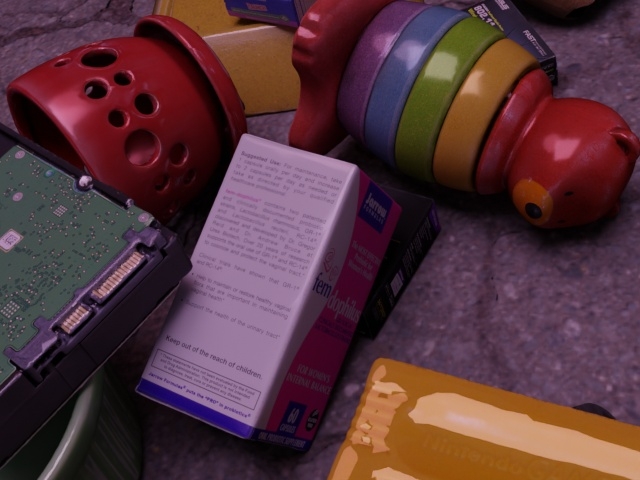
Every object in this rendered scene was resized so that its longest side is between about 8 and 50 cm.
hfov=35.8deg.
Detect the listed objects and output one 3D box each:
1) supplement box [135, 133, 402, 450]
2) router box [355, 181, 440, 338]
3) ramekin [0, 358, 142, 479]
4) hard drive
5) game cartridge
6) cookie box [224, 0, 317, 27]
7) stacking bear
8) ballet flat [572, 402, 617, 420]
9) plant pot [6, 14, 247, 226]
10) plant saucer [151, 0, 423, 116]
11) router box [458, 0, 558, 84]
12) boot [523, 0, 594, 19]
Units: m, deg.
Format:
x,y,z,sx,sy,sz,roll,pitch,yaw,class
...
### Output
x,y,z,sx,sy,sz,roll,pitch,yaw,class
-0.036,0.043,0.793,0.114,0.111,0.220,17,82,28,supplement box
0.000,0.000,0.905,0.179,0.046,0.133,19,60,28,router box
-0.293,0.167,0.795,0.303,0.148,0.303,-9,50,11,ramekin
-0.294,0.018,0.774,0.339,0.064,0.237,27,64,33,hard drive
0.114,0.248,0.610,0.285,0.052,0.323,13,59,18,game cartridge
-0.038,-0.277,1.035,0.092,0.040,0.107,17,59,28,cookie box
0.135,-0.108,0.873,0.289,0.175,0.164,29,54,19,stacking bear
0.221,0.192,0.697,0.057,0.049,0.173,-7,50,-25,ballet flat
-0.177,-0.107,0.959,0.174,0.191,0.191,-34,50,-23,plant pot
-0.052,-0.289,1.129,0.333,0.081,0.332,-6,51,12,plant saucer
0.172,-0.191,1.008,0.092,0.038,0.122,-23,50,-2,router box
0.302,-0.361,1.059,0.115,0.112,0.305,34,75,4,boot
